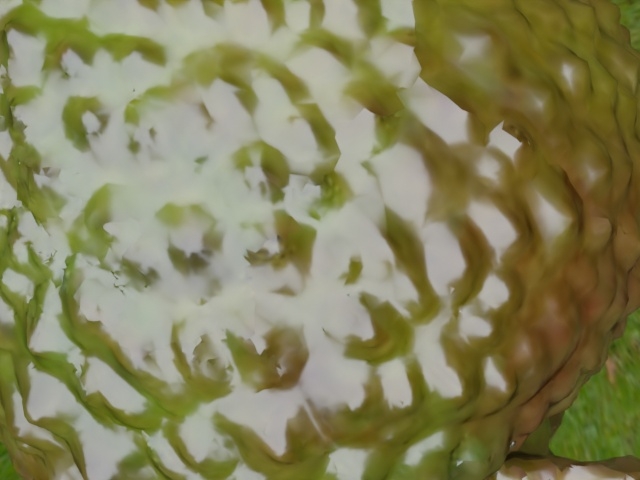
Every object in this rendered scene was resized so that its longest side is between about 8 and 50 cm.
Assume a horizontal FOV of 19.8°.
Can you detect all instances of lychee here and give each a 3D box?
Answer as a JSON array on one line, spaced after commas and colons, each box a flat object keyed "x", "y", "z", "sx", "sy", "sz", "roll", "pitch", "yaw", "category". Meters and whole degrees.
[{"x": -0.007, "y": -0.009, "z": 0.634, "sx": 0.270, "sy": 0.270, "sz": 0.320, "roll": -26, "pitch": 129, "yaw": 6, "category": "lychee"}]
